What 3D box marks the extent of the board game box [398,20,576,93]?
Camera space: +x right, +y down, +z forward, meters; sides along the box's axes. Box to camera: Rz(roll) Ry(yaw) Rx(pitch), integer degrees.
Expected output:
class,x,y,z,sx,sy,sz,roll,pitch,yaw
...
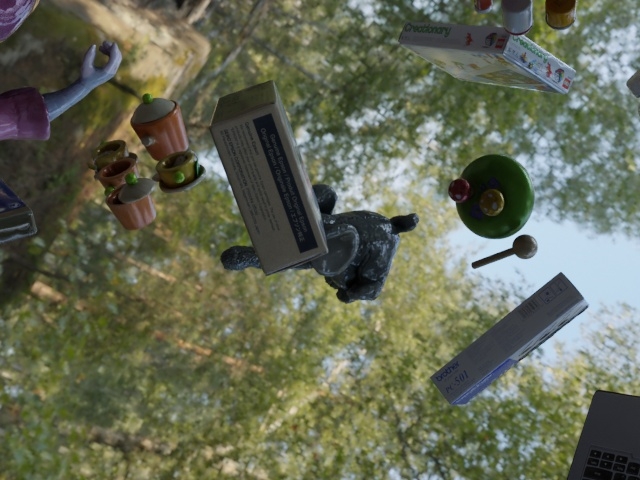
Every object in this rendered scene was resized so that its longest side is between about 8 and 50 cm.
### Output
class,x,y,z,sx,sy,sz,roll,pitch,yaw
board game box,0.317,-0.358,1.657,0.305,0.193,0.053,24,-87,54

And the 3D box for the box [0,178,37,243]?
class,x,y,z,sx,sy,sz,roll,pitch,yaw
box,-0.448,-0.036,1.049,0.136,0.036,0.225,-19,-155,-27

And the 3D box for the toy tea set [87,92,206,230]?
class,x,y,z,sx,sy,sz,roll,pitch,yaw
toy tea set,-0.315,-0.153,1.490,0.200,0.124,0.336,-24,-147,-8

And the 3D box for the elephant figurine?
class,x,y,z,sx,sy,sz,roll,pitch,yaw
elephant figurine,0.000,0.000,1.336,0.169,0.239,0.186,3,-110,48

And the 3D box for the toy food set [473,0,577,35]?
class,x,y,z,sx,sy,sz,roll,pitch,yaw
toy food set,0.265,-0.355,1.165,0.111,0.104,0.232,-26,-115,4

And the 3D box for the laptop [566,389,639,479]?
class,x,y,z,sx,sy,sz,roll,pitch,yaw
laptop,0.471,0.383,1.237,0.382,0.236,0.408,2,-121,47

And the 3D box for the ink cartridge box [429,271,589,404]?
class,x,y,z,sx,sy,sz,roll,pitch,yaw
ink cartridge box,0.239,0.126,1.068,0.207,0.097,0.046,-41,-111,10

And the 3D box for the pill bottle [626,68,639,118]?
class,x,y,z,sx,sy,sz,roll,pitch,yaw
pill bottle,0.618,-0.207,1.439,0.121,0.216,0.121,-39,-171,7

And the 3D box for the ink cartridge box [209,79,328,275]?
class,x,y,z,sx,sy,sz,roll,pitch,yaw
ink cartridge box,-0.065,-0.090,1.083,0.088,0.193,0.234,-20,-162,2

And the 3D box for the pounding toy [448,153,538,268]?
class,x,y,z,sx,sy,sz,roll,pitch,yaw
pounding toy,0.345,-0.065,1.778,0.183,0.110,0.237,-15,-98,40

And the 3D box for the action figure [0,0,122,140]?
class,x,y,z,sx,sy,sz,roll,pitch,yaw
action figure,-0.340,-0.181,0.709,0.276,0.248,0.370,-19,-131,20
